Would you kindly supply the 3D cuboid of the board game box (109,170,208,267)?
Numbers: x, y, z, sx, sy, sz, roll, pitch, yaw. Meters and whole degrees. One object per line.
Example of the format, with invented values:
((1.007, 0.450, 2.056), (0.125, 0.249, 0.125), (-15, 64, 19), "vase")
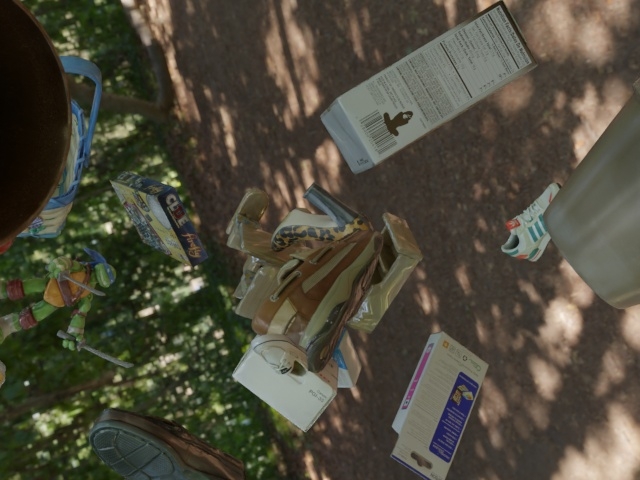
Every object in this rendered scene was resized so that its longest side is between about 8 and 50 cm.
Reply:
((-0.330, -0.047, 1.585), (0.243, 0.042, 0.165), (20, 139, 52), "board game box")

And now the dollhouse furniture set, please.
((0.002, 0.029, 1.882), (0.256, 0.394, 0.362), (-59, 23, 23), "dollhouse furniture set")

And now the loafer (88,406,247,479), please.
((-0.205, 0.297, 1.085), (0.267, 0.096, 0.084), (43, -151, -30), "loafer")

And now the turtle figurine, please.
((-0.548, 0.135, 1.599), (0.198, 0.266, 0.275), (90, 163, -60), "turtle figurine")

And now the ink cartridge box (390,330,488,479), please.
((0.305, 0.440, 2.053), (0.175, 0.371, 0.069), (36, 151, -16), "ink cartridge box")

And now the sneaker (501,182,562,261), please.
((0.375, -0.032, 1.388), (0.057, 0.075, 0.161), (-100, 22, -52), "sneaker")

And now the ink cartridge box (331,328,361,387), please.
((-0.009, 0.300, 1.991), (0.082, 0.190, 0.140), (-61, -40, -47), "ink cartridge box")

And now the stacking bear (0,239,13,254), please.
((-0.740, 0.028, 1.527), (0.175, 0.289, 0.164), (42, 160, 51), "stacking bear")

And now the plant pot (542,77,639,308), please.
((0.496, -0.052, 1.139), (0.280, 0.323, 0.323), (-43, 57, 25), "plant pot")

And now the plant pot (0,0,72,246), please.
((-0.365, -0.106, 0.635), (0.230, 0.215, 0.215), (9, 125, 31), "plant pot")

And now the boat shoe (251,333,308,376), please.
((-0.042, 0.131, 0.868), (0.100, 0.035, 0.035), (41, -154, -57), "boat shoe")

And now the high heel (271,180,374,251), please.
((0.000, 0.000, 1.728), (0.186, 0.093, 0.261), (37, 139, -5), "high heel")

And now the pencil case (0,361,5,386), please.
((-0.636, 0.162, 1.291), (0.113, 0.124, 0.273), (33, 150, 47), "pencil case")

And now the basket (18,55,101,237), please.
((-0.410, -0.128, 0.991), (0.289, 0.254, 0.201), (111, 155, -50), "basket")

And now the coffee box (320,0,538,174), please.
((0.135, -0.194, 1.017), (0.098, 0.246, 0.141), (59, 172, -5), "coffee box")

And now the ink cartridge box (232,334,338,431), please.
((-0.073, 0.292, 1.770), (0.207, 0.117, 0.283), (37, -176, 0), "ink cartridge box")

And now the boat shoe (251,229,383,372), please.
((0.002, 0.055, 1.087), (0.324, 0.119, 0.123), (-50, -20, -63), "boat shoe")
